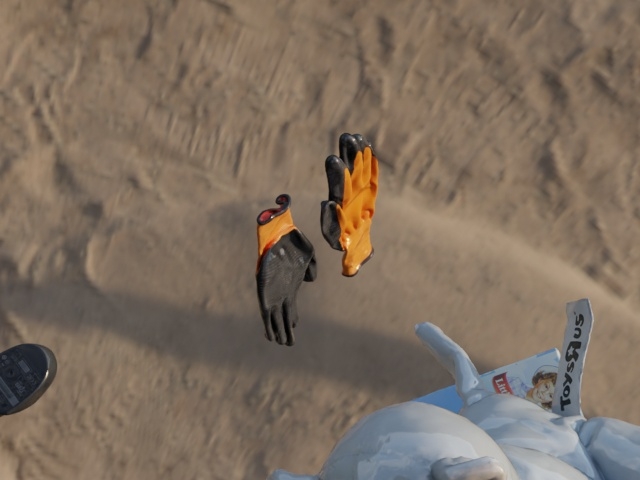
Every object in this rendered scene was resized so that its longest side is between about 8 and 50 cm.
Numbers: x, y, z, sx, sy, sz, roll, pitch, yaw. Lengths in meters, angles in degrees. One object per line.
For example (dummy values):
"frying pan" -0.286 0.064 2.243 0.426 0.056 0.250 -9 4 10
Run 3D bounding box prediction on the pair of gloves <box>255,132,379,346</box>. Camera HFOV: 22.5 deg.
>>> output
"pair of gloves" 0.000 0.000 0.653 0.010 0.074 0.083 23 48 27

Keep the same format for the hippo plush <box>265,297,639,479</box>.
"hippo plush" 0.118 0.162 0.906 0.236 0.234 0.294 17 66 -58

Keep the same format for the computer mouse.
"computer mouse" -0.387 0.191 1.723 0.242 0.041 0.071 -32 65 -14

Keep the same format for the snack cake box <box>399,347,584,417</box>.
"snack cake box" 0.163 0.236 1.252 0.152 0.089 0.264 -21 70 4
